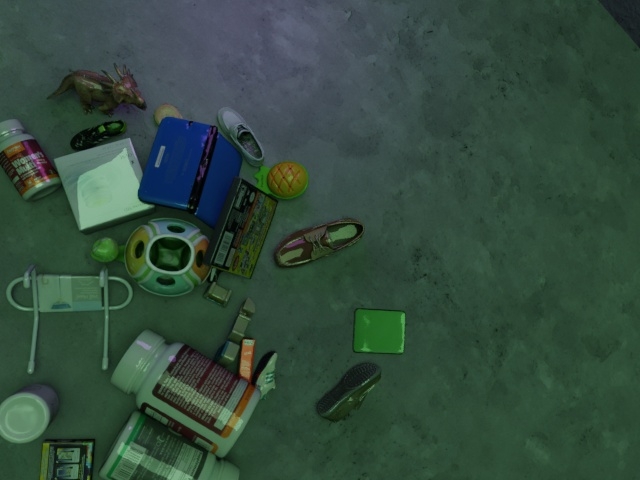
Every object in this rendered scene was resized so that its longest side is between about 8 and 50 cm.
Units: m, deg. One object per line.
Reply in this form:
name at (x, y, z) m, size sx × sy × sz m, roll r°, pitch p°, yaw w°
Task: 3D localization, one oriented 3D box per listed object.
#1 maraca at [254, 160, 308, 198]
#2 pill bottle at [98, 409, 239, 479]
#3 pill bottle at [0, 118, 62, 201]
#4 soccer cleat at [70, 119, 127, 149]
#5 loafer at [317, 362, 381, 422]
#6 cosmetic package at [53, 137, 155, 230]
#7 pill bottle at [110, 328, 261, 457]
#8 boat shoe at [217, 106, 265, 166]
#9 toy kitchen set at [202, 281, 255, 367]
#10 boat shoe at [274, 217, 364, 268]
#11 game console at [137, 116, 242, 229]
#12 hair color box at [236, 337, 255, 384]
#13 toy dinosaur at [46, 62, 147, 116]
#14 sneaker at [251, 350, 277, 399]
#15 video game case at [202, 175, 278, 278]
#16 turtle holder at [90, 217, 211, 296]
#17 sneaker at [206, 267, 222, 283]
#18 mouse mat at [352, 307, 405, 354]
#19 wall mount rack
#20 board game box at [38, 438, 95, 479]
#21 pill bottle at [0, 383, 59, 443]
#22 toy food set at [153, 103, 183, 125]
maraca at (-0.129, -0.198, 1.905) m, size 0.186 × 0.099 × 0.127 m, roll -2°, pitch 82°, yaw 11°
pill bottle at (-0.434, 0.664, 1.688) m, size 0.361 × 0.204 × 0.204 m, roll 31°, pitch 78°, yaw -11°
pill bottle at (-0.869, -0.234, 1.695) m, size 0.121 × 0.121 × 0.221 m, roll -33°, pitch 94°, yaw -15°
soccer cleat at (-0.683, -0.330, 1.778) m, size 0.179 × 0.072 × 0.060 m, roll -26°, pitch 92°, yaw -15°
loafer at (0.104, 0.505, 1.915) m, size 0.251 × 0.094 × 0.087 m, roll -37°, pitch 120°, yaw -6°
cosmetic package at (-0.642, -0.160, 1.742) m, size 0.224 × 0.138 × 0.224 m, roll -20°, pitch 92°, yaw -16°
pill bottle at (-0.393, 0.439, 1.698) m, size 0.392 × 0.224 × 0.224 m, roll 32°, pitch 78°, yaw -1°
boat shoe at (-0.253, -0.346, 1.887) m, size 0.079 × 0.081 × 0.227 m, roll -36°, pitch 91°, yaw -15°
toy kitchen set at (-0.321, 0.265, 1.819) m, size 0.166 × 0.122 × 0.207 m, roll 28°, pitch 59°, yaw -11°
boat shoe at (0.000, 0.000, 1.907) m, size 0.325 × 0.116 × 0.123 m, roll -24°, pitch 91°, yaw -16°
game console at (-0.394, -0.200, 1.793) m, size 0.251 × 0.173 × 0.292 m, roll 12°, pitch 68°, yaw -2°
hair color box at (-0.237, 0.380, 1.834) m, size 0.043 × 0.072 × 0.141 m, roll 6°, pitch 84°, yaw -14°
toy dinosaur at (-0.663, -0.459, 1.729) m, size 0.296 × 0.200 × 0.127 m, roll 6°, pitch 84°, yaw -14°
sneaker at (-0.171, 0.437, 1.862) m, size 0.075 × 0.057 × 0.161 m, roll 34°, pitch 76°, yaw -27°
video game case at (-0.240, -0.032, 1.785) m, size 0.035 × 0.248 × 0.274 m, roll 17°, pitch 85°, yaw 25°
turtle holder at (-0.477, 0.030, 1.721) m, size 0.320 × 0.227 × 0.243 m, roll 35°, pitch 78°, yaw -10°
sneaker at (-0.305, 0.058, 1.849) m, size 0.077 × 0.072 × 0.178 m, roll 22°, pitch 85°, yaw -23°
mouse mat at (0.203, 0.313, 1.991) m, size 0.190 × 0.007 × 0.152 m, roll 6°, pitch 84°, yaw -16°
wall mount rack at (-0.735, 0.221, 1.691) m, size 0.351 × 0.130 × 0.303 m, roll 0°, pitch 108°, yaw -14°
board game box at (-0.739, 0.669, 1.687) m, size 0.141 × 0.048 × 0.170 m, roll 5°, pitch 84°, yaw -12°
pill bottle at (-0.796, 0.467, 1.595) m, size 0.131 × 0.229 × 0.131 m, roll 1°, pitch 85°, yaw -15°
toy food set at (-0.491, -0.399, 1.862) m, size 0.083 × 0.020 × 0.082 m, roll -32°, pitch 93°, yaw -15°
